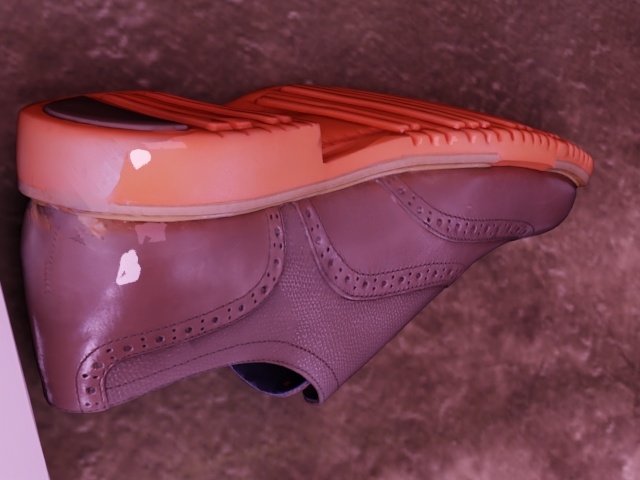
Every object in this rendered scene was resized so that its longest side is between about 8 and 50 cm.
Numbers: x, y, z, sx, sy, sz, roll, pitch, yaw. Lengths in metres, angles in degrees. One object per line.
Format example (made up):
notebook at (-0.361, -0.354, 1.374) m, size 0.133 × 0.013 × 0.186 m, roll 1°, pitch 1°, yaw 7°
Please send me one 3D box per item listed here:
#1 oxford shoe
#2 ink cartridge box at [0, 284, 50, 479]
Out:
oxford shoe at (0.000, 0.000, 0.856) m, size 0.364 × 0.130 × 0.132 m, roll -5°, pitch 105°, yaw -48°
ink cartridge box at (-0.249, 0.081, 0.579) m, size 0.306 × 0.131 × 0.226 m, roll -5°, pitch 71°, yaw -38°
